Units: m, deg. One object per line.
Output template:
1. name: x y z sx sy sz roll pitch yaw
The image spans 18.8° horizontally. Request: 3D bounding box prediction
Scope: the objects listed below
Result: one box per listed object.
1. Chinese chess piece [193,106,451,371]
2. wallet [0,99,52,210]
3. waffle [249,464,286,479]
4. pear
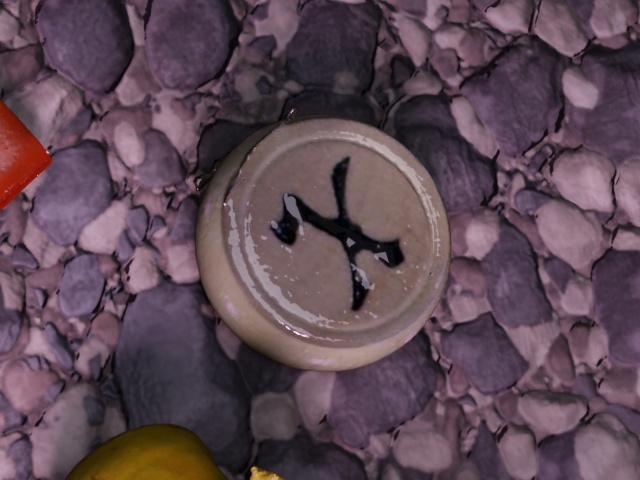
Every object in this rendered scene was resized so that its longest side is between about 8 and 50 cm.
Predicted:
1. Chinese chess piece: 0.000 0.000 1.694 0.238 0.092 0.237 4 75 -17
2. wallet: -0.342 -0.049 1.614 0.142 0.045 0.204 44 67 -1
3. waffle: -0.059 0.300 1.537 0.057 0.229 0.219 23 78 13
4. pear: -0.140 0.229 1.559 0.162 0.149 0.149 -41 92 -15
